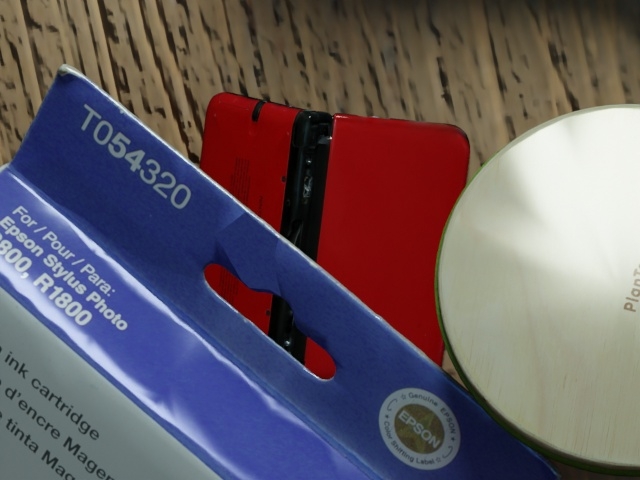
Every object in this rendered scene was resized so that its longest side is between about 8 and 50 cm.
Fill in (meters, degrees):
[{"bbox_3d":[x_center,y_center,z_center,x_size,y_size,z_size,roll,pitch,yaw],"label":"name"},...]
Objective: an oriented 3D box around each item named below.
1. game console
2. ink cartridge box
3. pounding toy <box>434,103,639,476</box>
[{"bbox_3d":[0.000,0.000,1.051,0.124,0.085,0.144,16,103,46],"label":"game console"},{"bbox_3d":[-0.094,0.133,1.019,0.324,0.071,0.330,39,126,9],"label":"ink cartridge box"},{"bbox_3d":[0.168,0.019,0.972,0.237,0.110,0.183,-42,71,-12],"label":"pounding toy"}]
